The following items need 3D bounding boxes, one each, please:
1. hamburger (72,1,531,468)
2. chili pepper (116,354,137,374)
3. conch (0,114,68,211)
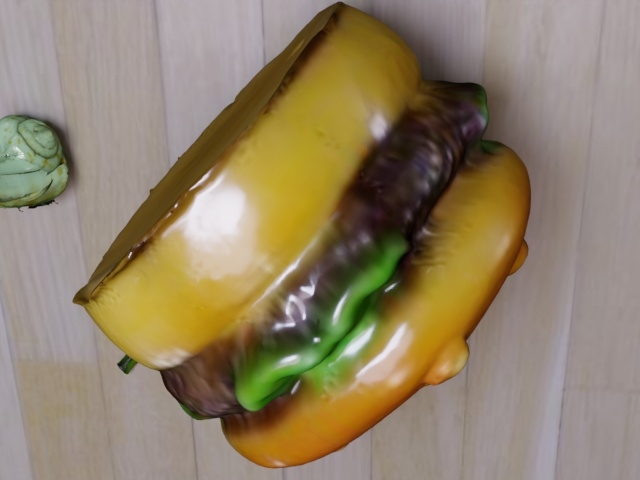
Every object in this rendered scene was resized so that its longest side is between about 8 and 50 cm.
[{"bbox_3d":[0.000,0.000,0.900,0.277,0.395,0.396,43,114,-12],"label":"hamburger"},{"bbox_3d":[-0.206,0.132,1.174,0.083,0.022,0.027,-27,76,20],"label":"chili pepper"},{"bbox_3d":[-0.333,-0.071,1.068,0.170,0.079,0.105,-25,104,34],"label":"conch"}]
